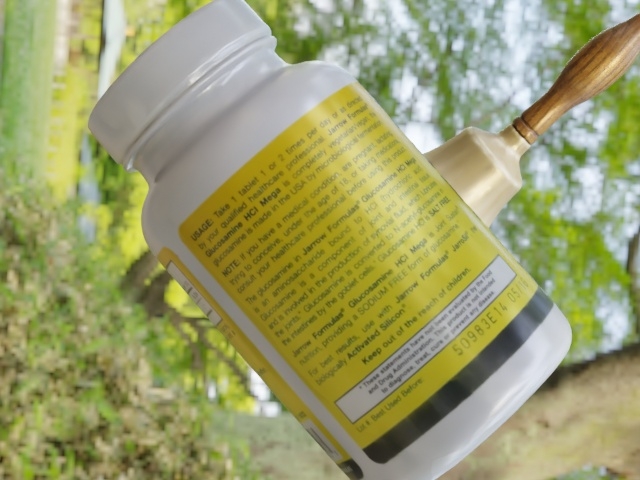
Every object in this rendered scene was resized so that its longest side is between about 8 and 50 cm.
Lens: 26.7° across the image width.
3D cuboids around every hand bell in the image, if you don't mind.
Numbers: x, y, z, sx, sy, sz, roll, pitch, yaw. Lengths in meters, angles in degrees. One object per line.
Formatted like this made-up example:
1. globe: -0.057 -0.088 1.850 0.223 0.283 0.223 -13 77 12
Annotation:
1. hand bell: 0.176 -0.096 1.108 0.242 0.126 0.126 -41 -155 12

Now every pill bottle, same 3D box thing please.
1. pill bottle: 0.000 0.000 0.936 0.334 0.188 0.188 49 -16 1
